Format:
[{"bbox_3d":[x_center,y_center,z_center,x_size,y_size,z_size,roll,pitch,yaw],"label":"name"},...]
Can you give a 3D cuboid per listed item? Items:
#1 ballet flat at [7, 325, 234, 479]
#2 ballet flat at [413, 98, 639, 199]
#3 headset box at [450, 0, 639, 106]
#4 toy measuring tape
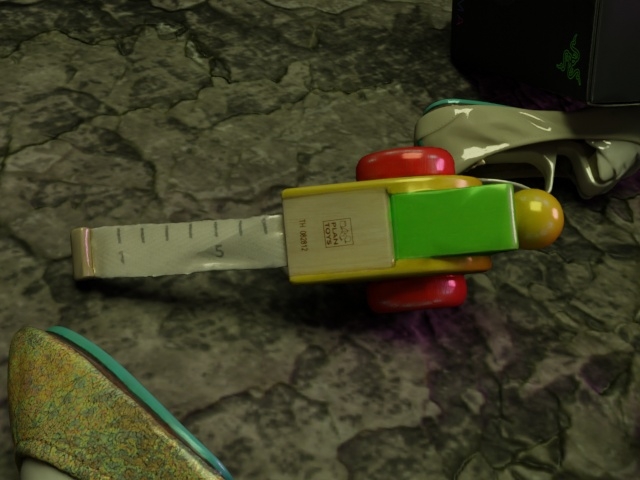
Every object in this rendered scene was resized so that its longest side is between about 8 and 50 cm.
[{"bbox_3d":[-0.058,0.161,0.469,0.348,0.123,0.123,32,43,23],"label":"ballet flat"},{"bbox_3d":[0.198,-0.070,0.845,0.248,0.086,0.086,-2,40,-13],"label":"ballet flat"},{"bbox_3d":[0.234,-0.256,0.868,0.131,0.246,0.283,-4,19,-17],"label":"headset box"},{"bbox_3d":[0.000,0.000,0.703,0.330,0.121,0.121,-5,38,9],"label":"toy measuring tape"}]
